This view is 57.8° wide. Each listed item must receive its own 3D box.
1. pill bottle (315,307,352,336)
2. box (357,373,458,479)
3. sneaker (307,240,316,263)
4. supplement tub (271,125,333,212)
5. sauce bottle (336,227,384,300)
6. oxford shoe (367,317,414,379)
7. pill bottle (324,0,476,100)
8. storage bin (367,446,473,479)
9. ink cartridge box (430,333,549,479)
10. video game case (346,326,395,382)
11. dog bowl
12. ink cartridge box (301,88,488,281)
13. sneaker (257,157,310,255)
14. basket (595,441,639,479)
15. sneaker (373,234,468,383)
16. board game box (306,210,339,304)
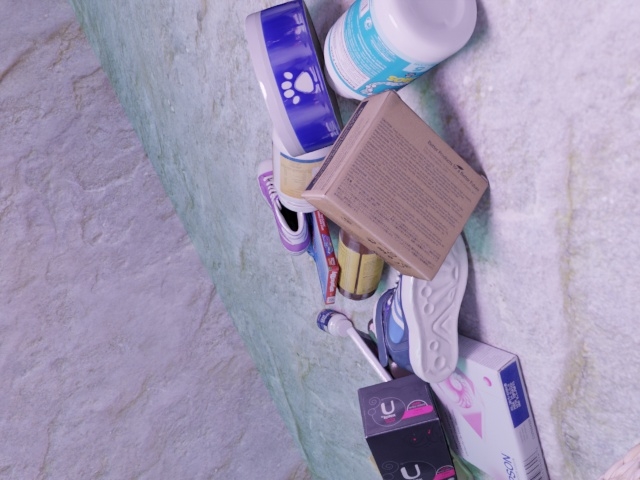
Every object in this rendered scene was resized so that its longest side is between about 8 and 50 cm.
[{"bbox_3d":[0.040,0.241,1.680,0.120,0.067,0.067,14,128,60],"label":"pill bottle"},{"bbox_3d":[0.203,0.458,1.329,0.143,0.166,0.270,-97,-12,-57],"label":"box"},{"bbox_3d":[-0.029,0.013,1.582,0.053,0.059,0.144,9,124,59],"label":"sneaker"},{"bbox_3d":[-0.034,-0.172,1.279,0.144,0.144,0.199,49,154,29],"label":"supplement tub"},{"bbox_3d":[0.095,-0.004,1.246,0.111,0.112,0.344,49,152,28],"label":"sauce bottle"},{"bbox_3d":[0.195,0.279,1.419,0.212,0.076,0.076,60,-172,15],"label":"oxford shoe"},{"bbox_3d":[0.098,-0.298,0.864,0.146,0.146,0.264,64,158,-5],"label":"pill bottle"},{"bbox_3d":[0.264,0.618,1.567,0.260,0.123,0.262,48,153,28],"label":"storage bin"},{"bbox_3d":[0.310,0.345,1.239,0.330,0.072,0.323,13,127,59],"label":"ink cartridge box"},{"bbox_3d":[0.154,0.312,1.474,0.201,0.023,0.183,53,-175,22],"label":"video game case"},{"bbox_3d":[-0.040,-0.292,1.054,0.265,0.104,0.264,-16,-90,-82],"label":"dog bowl"},{"bbox_3d":[0.119,-0.079,0.893,0.235,0.193,0.088,38,167,-24],"label":"ink cartridge box"},{"bbox_3d":[-0.091,-0.117,1.447,0.161,0.102,0.282,82,165,-66],"label":"sneaker"},{"bbox_3d":[0.479,0.302,0.508,0.328,0.332,0.266,59,159,8],"label":"basket"},{"bbox_3d":[0.171,0.100,1.146,0.236,0.130,0.322,-151,56,-64],"label":"sneaker"},{"bbox_3d":[0.000,0.000,1.405,0.145,0.027,0.281,96,164,-52],"label":"board game box"}]
